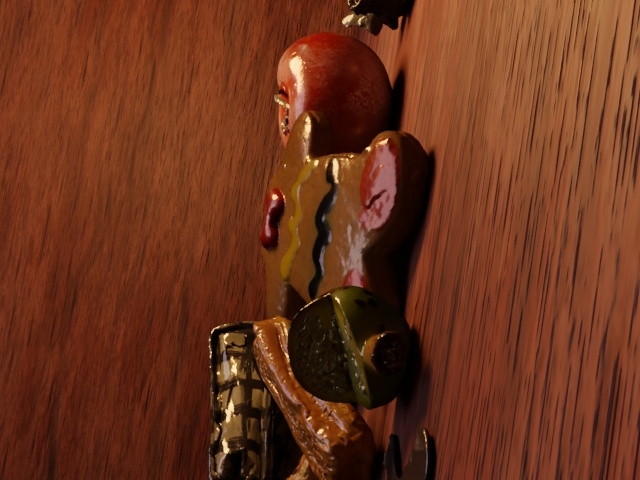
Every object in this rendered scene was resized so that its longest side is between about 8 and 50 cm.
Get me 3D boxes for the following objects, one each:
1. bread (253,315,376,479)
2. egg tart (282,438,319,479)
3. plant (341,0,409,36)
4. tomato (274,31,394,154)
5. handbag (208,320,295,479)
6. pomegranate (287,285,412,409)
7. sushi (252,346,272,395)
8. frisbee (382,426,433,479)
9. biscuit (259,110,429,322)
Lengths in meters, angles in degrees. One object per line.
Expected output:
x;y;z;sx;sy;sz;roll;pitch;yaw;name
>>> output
-0.015;0.229;0.914;0.271;0.077;0.139;46;149;47;bread
0.000;0.363;1.169;0.252;0.098;0.232;115;172;-65;egg tart
0.118;-0.493;1.267;0.203;0.142;0.131;119;153;-54;plant
0.029;-0.265;1.257;0.270;0.227;0.270;171;90;-80;tomato
-0.133;0.383;1.309;0.325;0.162;0.327;80;-172;-48;handbag
0.051;0.119;0.749;0.169;0.122;0.143;-22;84;46;pomegranate
-0.024;0.187;1.194;0.225;0.136;0.126;-50;5;-31;sushi
0.081;0.258;0.676;0.187;0.012;0.211;-86;6;-72;frisbee
0.000;0.000;0.978;0.394;0.076;0.368;32;114;59;biscuit
